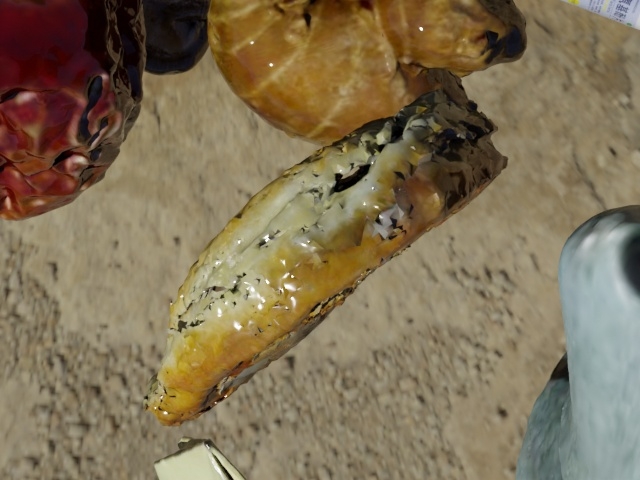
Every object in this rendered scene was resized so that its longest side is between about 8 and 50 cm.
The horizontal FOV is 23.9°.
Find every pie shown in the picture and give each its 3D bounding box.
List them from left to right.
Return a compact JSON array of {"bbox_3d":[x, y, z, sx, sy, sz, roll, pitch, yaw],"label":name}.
[{"bbox_3d":[0.001,0.001,0.990,0.308,0.308,0.085,-39,87,10],"label":"pie"}]

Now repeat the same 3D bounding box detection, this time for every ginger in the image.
[{"bbox_3d":[0.028,-0.215,1.287,0.274,0.152,0.357,-10,121,15],"label":"ginger"}]

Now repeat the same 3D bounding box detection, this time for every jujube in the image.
[{"bbox_3d":[-0.291,-0.170,1.387,0.276,0.377,0.276,6,69,-16],"label":"jujube"}]

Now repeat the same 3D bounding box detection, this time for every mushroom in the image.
[{"bbox_3d":[-0.173,-0.238,1.613,0.127,0.087,0.127,6,77,-27],"label":"mushroom"}]

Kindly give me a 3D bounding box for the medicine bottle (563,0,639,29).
[{"bbox_3d":[0.358,-0.304,1.754,0.186,0.103,0.103,23,110,8],"label":"medicine bottle"}]

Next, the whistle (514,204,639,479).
[{"bbox_3d":[0.255,0.132,0.593,0.404,0.168,0.188,20,86,-12],"label":"whistle"}]

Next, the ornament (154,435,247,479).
[{"bbox_3d":[-0.126,0.309,1.897,0.059,0.201,0.180,-38,143,-27],"label":"ornament"}]
